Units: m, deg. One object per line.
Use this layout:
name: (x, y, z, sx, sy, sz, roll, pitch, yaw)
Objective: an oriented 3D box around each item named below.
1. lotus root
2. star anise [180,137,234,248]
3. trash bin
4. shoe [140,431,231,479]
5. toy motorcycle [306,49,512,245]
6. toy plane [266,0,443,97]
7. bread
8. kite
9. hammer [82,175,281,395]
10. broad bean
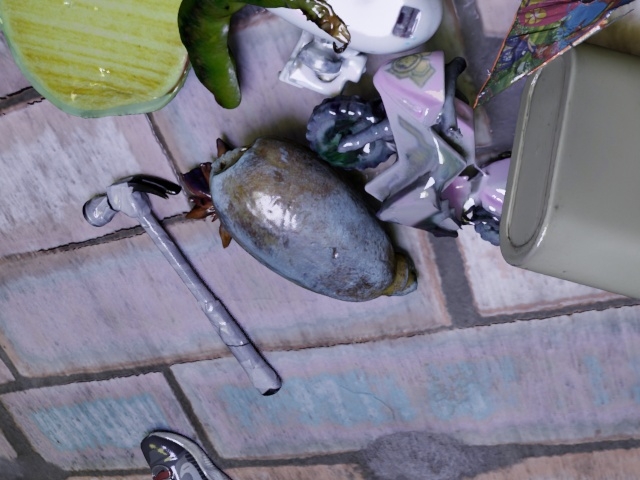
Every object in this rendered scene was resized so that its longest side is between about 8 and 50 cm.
lotus root: (0.000, 0.000, 0.830, 0.322, 0.140, 0.158, 39, 142, -23)
star anise: (-0.120, -0.060, 0.906, 0.168, 0.057, 0.168, 9, 123, 14)
trash bin: (0.319, -0.060, 0.643, 0.247, 0.121, 0.243, 14, 82, -9)
shoe: (-0.254, 0.459, 1.231, 0.227, 0.112, 0.099, 44, 124, -13)
toy motorcycle: (0.153, -0.096, 0.736, 0.327, 0.143, 0.188, 24, 139, -14)
toy plane: (0.003, -0.279, 0.693, 0.267, 0.122, 0.266, 9, 125, 13)
bread: (-0.278, -0.293, 0.808, 0.301, 0.045, 0.301, 8, 114, 17)
kite: (0.216, -0.228, 0.622, 0.014, 0.183, 0.241, 23, 97, -41)
hammer: (-0.192, 0.085, 1.029, 0.152, 0.044, 0.427, -20, 113, 26)
broad bean: (-0.086, -0.217, 0.686, 0.144, 0.049, 0.292, 49, 155, -18)
